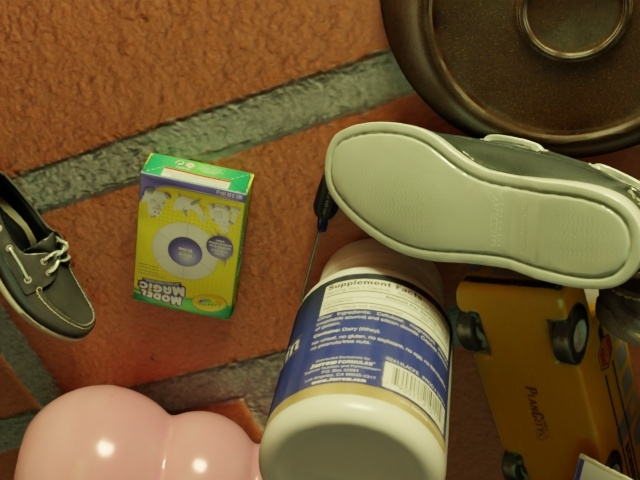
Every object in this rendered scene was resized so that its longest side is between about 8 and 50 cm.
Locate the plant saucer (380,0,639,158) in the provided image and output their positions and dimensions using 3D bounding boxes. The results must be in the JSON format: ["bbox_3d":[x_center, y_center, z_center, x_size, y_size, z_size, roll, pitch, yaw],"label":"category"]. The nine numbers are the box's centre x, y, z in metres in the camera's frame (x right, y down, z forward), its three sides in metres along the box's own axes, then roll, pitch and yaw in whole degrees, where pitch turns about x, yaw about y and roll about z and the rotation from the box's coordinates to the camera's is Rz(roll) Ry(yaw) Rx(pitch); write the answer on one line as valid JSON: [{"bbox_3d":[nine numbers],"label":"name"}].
[{"bbox_3d":[0.200,-0.190,0.804,0.311,0.050,0.310,4,124,7],"label":"plant saucer"}]

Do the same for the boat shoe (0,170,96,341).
[{"bbox_3d":[-0.286,0.016,1.013,0.065,0.075,0.206,-25,112,28],"label":"boat shoe"}]

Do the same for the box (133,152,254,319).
[{"bbox_3d":[-0.129,0.008,1.000,0.105,0.043,0.179,12,127,2],"label":"box"}]

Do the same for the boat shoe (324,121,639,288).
[{"bbox_3d":[0.142,-0.033,0.859,0.303,0.091,0.114,24,115,32],"label":"boat shoe"}]

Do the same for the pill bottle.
[{"bbox_3d":[0.042,0.119,0.910,0.153,0.264,0.153,5,124,7],"label":"pill bottle"}]

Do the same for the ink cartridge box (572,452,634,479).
[{"bbox_3d":[0.359,0.356,0.919,0.307,0.072,0.303,29,134,32],"label":"ink cartridge box"}]

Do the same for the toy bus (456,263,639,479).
[{"bbox_3d":[0.232,0.144,0.966,0.108,0.130,0.332,4,128,36],"label":"toy bus"}]

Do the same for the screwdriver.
[{"bbox_3d":[0.000,0.000,0.989,0.025,0.024,0.169,-9,135,-19],"label":"screwdriver"}]

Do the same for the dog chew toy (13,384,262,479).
[{"bbox_3d":[-0.155,0.270,1.099,0.332,0.206,0.206,8,126,-6],"label":"dog chew toy"}]

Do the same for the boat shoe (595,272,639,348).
[{"bbox_3d":[0.406,0.021,0.863,0.356,0.132,0.130,-4,107,-8],"label":"boat shoe"}]
